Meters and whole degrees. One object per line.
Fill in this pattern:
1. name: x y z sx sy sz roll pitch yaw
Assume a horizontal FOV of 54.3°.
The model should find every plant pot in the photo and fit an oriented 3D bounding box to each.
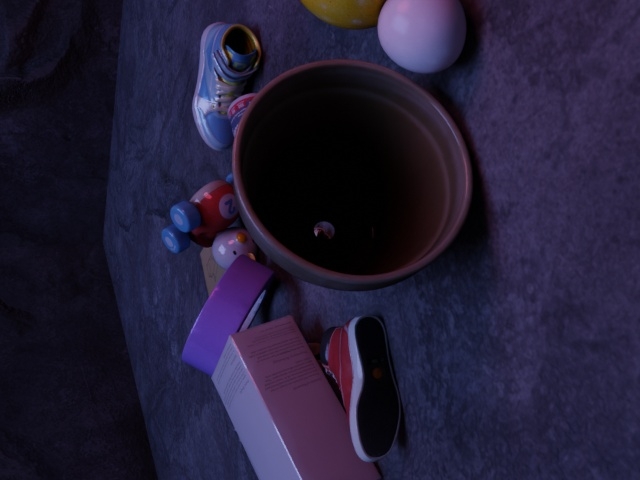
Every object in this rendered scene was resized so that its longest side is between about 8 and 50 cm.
1. plant pot: 0.028 -0.056 0.941 0.280 0.323 0.323 113 146 -69

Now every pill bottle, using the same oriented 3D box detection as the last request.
1. pill bottle: -0.134 -0.225 1.382 0.108 0.108 0.180 -55 47 50

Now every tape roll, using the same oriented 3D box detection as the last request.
1. tape roll: -0.206 0.171 1.422 0.274 0.090 0.275 -62 -3 -5

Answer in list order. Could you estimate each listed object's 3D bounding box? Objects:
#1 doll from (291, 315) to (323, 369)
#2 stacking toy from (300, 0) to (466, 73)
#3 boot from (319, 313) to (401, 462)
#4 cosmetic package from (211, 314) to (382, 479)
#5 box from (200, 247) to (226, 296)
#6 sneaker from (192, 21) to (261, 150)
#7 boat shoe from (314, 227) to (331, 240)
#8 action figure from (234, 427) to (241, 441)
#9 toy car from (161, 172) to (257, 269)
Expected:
1. doll: -0.058 0.228 1.366 0.189 0.046 0.129 9 110 60
2. stacking toy: 0.041 -0.423 0.901 0.479 0.351 0.350 57 145 13
3. boot: 0.058 0.267 1.118 0.176 0.089 0.244 145 125 -59
4. cosmetic package: -0.063 0.360 1.225 0.365 0.155 0.197 58 143 24
5. box: -0.311 0.067 1.851 0.201 0.021 0.164 -49 51 54
6. sneaker: -0.225 -0.374 1.514 0.208 0.127 0.318 22 114 61
7. boat shoe: 0.000 0.000 1.224 0.137 0.049 0.043 50 133 45
8. action figure: -0.185 0.406 1.627 0.137 0.064 0.232 36 122 59
9. toy car: -0.225 -0.012 1.548 0.238 0.219 0.210 48 143 6
